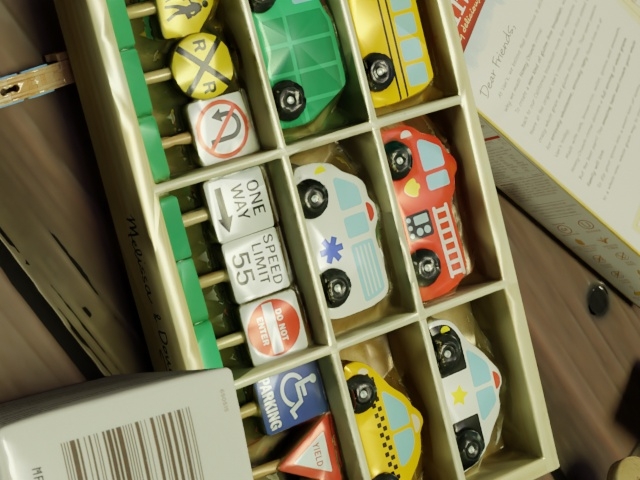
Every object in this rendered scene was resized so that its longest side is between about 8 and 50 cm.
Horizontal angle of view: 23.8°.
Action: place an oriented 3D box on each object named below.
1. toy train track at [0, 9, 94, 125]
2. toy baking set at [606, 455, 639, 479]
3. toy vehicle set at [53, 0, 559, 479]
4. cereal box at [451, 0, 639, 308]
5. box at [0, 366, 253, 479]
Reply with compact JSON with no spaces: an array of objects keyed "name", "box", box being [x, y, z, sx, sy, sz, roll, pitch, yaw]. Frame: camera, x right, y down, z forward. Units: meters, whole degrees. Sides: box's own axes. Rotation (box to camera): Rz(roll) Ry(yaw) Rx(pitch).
[{"name":"toy train track","box":[-0.112,-0.065,0.610,0.083,0.014,0.048,-23,106,-33]},{"name":"toy baking set","box":[0.229,0.186,0.799,0.256,0.030,0.197,55,42,0]},{"name":"toy vehicle set","box":[0.000,0.000,0.646,0.166,0.035,0.267,-20,101,-28]},{"name":"cereal box","box":[0.135,-0.098,0.792,0.240,0.047,0.173,38,63,-28]},{"name":"box","box":[-0.086,0.106,0.559,0.101,0.087,0.102,-12,93,-40]}]
